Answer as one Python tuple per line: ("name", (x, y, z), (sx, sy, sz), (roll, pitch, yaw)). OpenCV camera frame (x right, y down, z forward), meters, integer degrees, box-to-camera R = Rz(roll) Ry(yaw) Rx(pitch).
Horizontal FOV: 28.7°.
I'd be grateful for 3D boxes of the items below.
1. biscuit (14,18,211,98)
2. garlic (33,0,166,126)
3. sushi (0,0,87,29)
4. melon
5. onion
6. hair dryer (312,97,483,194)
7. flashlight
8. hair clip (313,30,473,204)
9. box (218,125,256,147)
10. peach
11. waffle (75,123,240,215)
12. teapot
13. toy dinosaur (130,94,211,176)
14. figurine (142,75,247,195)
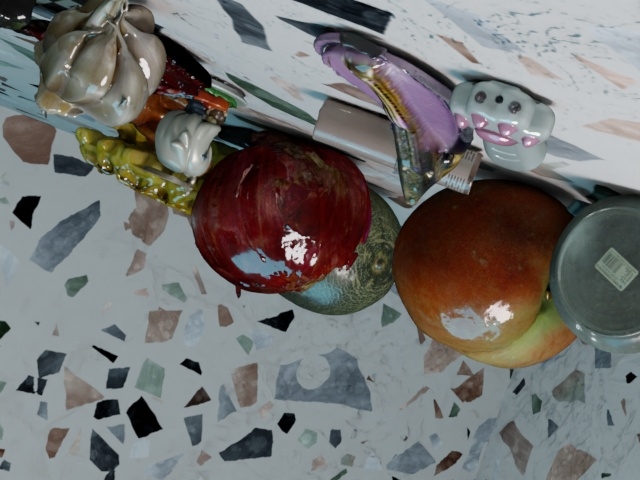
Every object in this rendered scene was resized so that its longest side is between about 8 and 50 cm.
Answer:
("biscuit", (-0.251, -0.224, 1.530), (0.235, 0.063, 0.151), (20, 174, 36))
("garlic", (-0.205, -0.201, 1.248), (0.127, 0.131, 0.194), (19, 140, -21))
("sushi", (-0.413, -0.294, 1.337), (0.359, 0.064, 0.343), (21, 177, -27))
("melon", (0.000, 0.000, 2.187), (0.248, 0.249, 0.329), (23, -178, -43))
("onion", (-0.056, -0.044, 1.894), (0.276, 0.276, 0.276), (20, 177, 1))
("hair dryer", (0.098, -0.111, 1.528), (0.195, 0.054, 0.220), (21, -176, 6))
("flashlight", (0.171, -0.099, 1.151), (0.093, 0.048, 0.200), (19, 176, 15))
("hair clip", (0.089, -0.123, 1.231), (0.110, 0.095, 0.359), (56, -179, 21))
("box", (-0.099, -0.158, 2.080), (0.126, 0.027, 0.125), (20, 180, -30))
("peach", (0.215, 0.036, 1.560), (0.252, 0.253, 0.252), (20, 177, 1))
("waffle", (-0.259, -0.135, 2.181), (0.261, 0.151, 0.324), (28, -177, 13))
("teapot", (0.361, 0.034, 1.428), (0.203, 0.171, 0.225), (54, -160, 25))
("toy dinosaur", (-0.223, -0.180, 1.837), (0.208, 0.097, 0.432), (34, -179, 30))
("figurine", (-0.181, -0.143, 1.652), (0.132, 0.154, 0.132), (20, 177, 1))
